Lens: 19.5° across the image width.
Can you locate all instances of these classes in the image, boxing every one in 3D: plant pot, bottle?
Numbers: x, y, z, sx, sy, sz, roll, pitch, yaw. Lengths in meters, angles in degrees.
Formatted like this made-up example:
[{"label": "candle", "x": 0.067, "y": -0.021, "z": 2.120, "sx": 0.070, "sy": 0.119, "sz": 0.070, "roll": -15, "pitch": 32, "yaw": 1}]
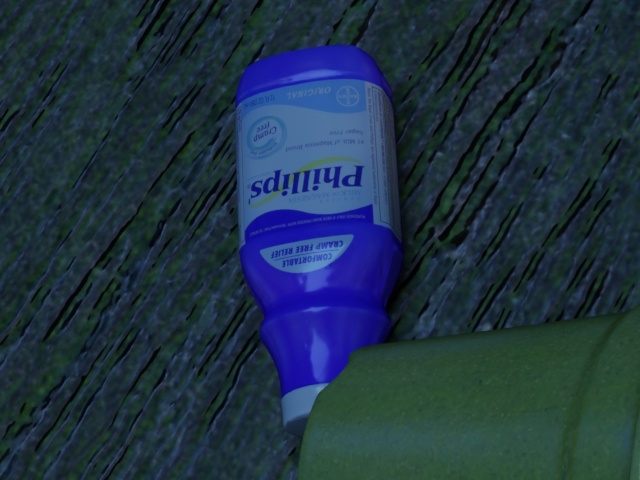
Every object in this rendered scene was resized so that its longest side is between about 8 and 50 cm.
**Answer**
[{"label": "plant pot", "x": 0.136, "y": 0.157, "z": 1.151, "sx": 0.254, "sy": 0.276, "sz": 0.276, "roll": -1, "pitch": 67, "yaw": 33}, {"label": "bottle", "x": 0.000, "y": 0.000, "z": 1.341, "sx": 0.118, "sy": 0.092, "sz": 0.282, "roll": -9, "pitch": 65, "yaw": 15}]
